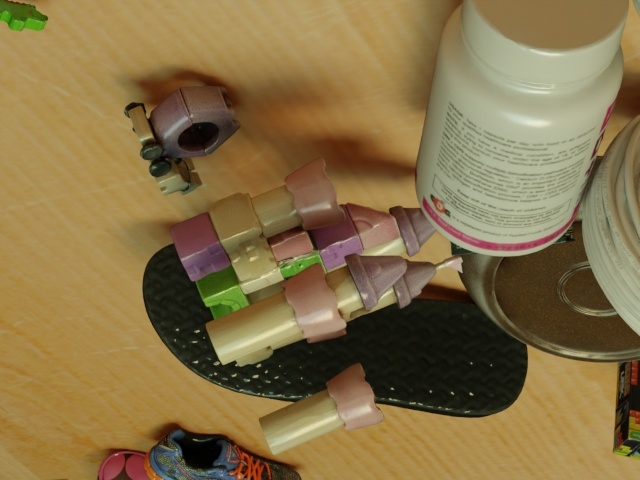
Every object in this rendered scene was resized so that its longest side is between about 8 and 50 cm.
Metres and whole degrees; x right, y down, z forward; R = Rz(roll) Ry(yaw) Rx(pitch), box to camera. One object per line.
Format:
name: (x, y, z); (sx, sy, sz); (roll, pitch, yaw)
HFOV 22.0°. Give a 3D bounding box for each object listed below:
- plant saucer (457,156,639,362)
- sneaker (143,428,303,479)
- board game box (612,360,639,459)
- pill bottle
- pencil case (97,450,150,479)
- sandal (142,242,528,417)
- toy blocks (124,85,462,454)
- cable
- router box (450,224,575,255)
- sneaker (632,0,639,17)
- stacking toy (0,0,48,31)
plant saucer: (0.294, 0.037, 1.729); (0.311, 0.050, 0.310); (6, 140, 5)
sneaker: (-0.127, 0.314, 2.241); (0.221, 0.083, 0.087); (13, 138, -12)
board game box: (0.423, 0.193, 1.873); (0.170, 0.141, 0.048); (14, 148, -8)
pill bottle: (0.176, -0.124, 1.452); (0.160, 0.160, 0.283); (8, 146, 1)
pencil case: (-0.265, 0.385, 2.371); (0.098, 0.095, 0.209); (-6, 148, -6)
sandal: (0.009, 0.115, 1.856); (0.446, 0.167, 0.107); (15, 168, -9)
toy blocks: (0.000, 0.000, 1.641); (0.260, 0.309, 0.288); (-23, 149, -1)
cable: (0.368, -0.009, 1.492); (0.257, 0.257, 0.089); (-28, 159, -21)
router box: (0.186, -0.036, 1.636); (0.122, 0.092, 0.038); (-8, 179, 22)
sneaker: (0.341, -0.233, 1.295); (0.110, 0.118, 0.292); (17, 144, -9)
stacking toy: (-0.326, -0.277, 1.452); (0.221, 0.052, 0.167); (19, 147, -17)
